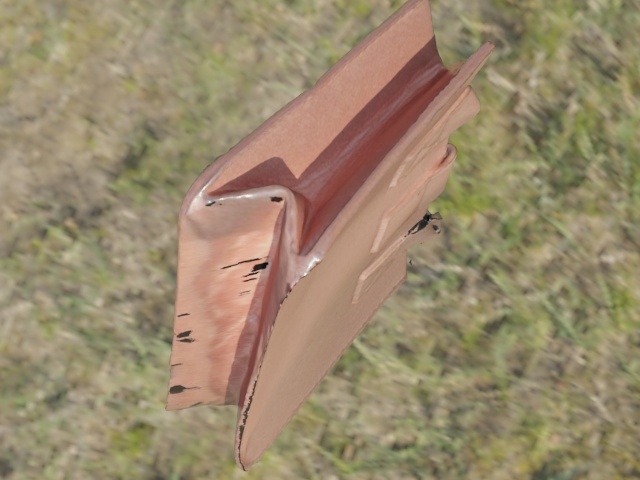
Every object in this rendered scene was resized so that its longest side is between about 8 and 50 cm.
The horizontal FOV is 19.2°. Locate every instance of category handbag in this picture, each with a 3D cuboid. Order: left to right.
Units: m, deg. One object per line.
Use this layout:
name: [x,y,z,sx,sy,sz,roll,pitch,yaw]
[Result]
handbag: [0.000,0.000,0.834,0.059,0.212,0.157,37,63,12]
